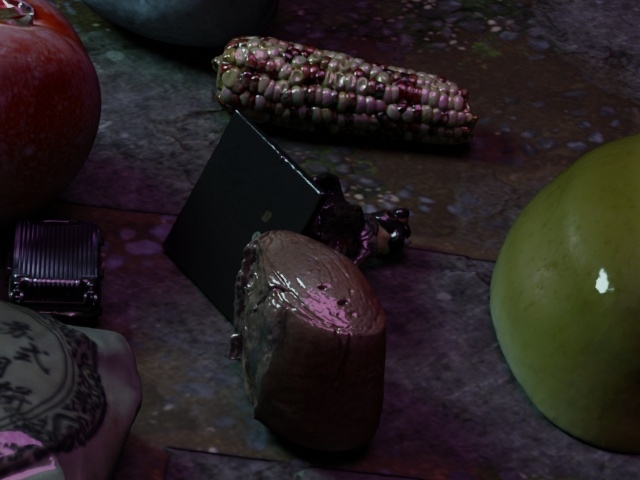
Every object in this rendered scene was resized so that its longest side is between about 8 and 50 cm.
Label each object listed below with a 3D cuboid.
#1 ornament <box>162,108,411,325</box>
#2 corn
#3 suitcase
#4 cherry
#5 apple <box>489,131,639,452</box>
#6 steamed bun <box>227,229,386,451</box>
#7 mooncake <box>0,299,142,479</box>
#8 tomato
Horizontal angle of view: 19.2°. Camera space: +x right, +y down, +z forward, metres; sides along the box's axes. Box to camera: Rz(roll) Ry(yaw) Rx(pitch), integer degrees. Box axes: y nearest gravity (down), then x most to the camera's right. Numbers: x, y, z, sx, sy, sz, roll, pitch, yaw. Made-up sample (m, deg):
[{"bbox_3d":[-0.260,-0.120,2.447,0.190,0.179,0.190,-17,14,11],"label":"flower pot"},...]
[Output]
[{"bbox_3d":[0.000,0.000,1.734,0.196,0.153,0.166,10,26,-42],"label":"ornament"},{"bbox_3d":[0.025,-0.153,1.943,0.280,0.092,0.092,8,34,-2],"label":"corn"},{"bbox_3d":[-0.232,0.033,1.649,0.086,0.059,0.126,3,32,-9],"label":"suitcase"},{"bbox_3d":[-0.139,-0.320,2.052,0.296,0.218,0.255,0,36,13],"label":"cherry"},{"bbox_3d":[0.346,0.058,1.701,0.320,0.312,0.360,-30,21,26],"label":"apple"},{"bbox_3d":[-0.016,0.078,1.549,0.106,0.145,0.175,-11,33,-23],"label":"steamed bun"},{"bbox_3d":[-0.273,0.140,1.413,0.254,0.136,0.250,9,30,1],"label":"mooncake"},{"bbox_3d":[-0.338,-0.124,1.708,0.270,0.227,0.270,22,22,-9],"label":"tomato"}]
